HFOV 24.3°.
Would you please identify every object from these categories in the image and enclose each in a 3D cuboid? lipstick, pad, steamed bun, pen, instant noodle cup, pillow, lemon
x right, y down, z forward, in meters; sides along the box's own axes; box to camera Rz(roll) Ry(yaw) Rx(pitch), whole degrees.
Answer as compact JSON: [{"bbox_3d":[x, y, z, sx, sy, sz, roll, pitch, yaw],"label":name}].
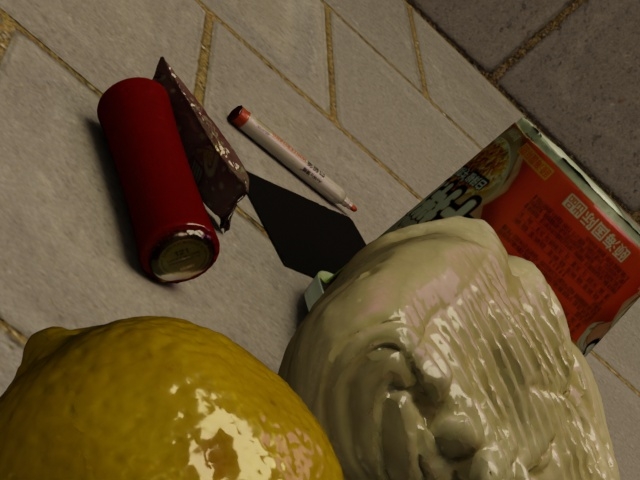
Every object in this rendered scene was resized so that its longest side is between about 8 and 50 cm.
[{"bbox_3d":[-0.163,-0.063,1.466,0.080,0.080,0.241,31,27,-40],"label":"lipstick"},{"bbox_3d":[0.000,0.000,1.800,0.243,0.004,0.163,23,32,-49],"label":"pad"},{"bbox_3d":[0.091,0.171,1.321,0.339,0.247,0.352,61,31,-8],"label":"steamed bun"},{"bbox_3d":[-0.030,-0.099,1.891,0.218,0.026,0.026,38,22,-26],"label":"pen"},{"bbox_3d":[0.183,0.049,1.585,0.294,0.308,0.294,43,10,-9],"label":"instant noodle cup"},{"bbox_3d":[-0.131,-0.101,1.579,0.043,0.118,0.185,-23,72,-26],"label":"pillow"},{"bbox_3d":[-0.108,0.164,0.940,0.253,0.228,0.228,43,20,-3],"label":"lemon"}]
